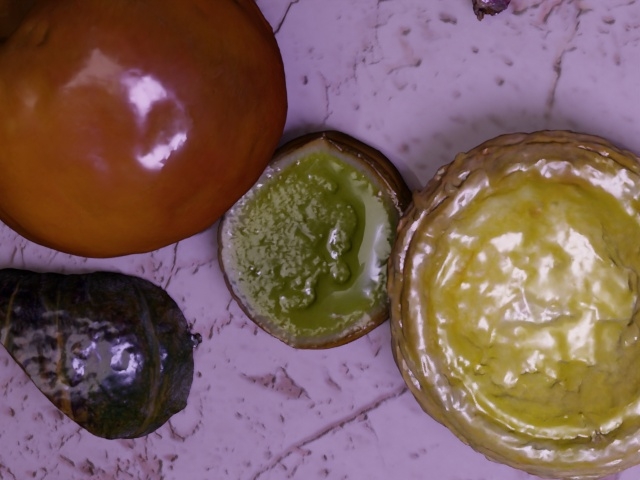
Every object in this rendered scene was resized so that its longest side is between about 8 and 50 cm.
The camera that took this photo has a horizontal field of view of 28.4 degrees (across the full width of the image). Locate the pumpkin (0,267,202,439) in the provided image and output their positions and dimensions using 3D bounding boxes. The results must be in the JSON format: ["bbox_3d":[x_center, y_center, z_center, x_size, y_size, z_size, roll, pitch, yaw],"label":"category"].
[{"bbox_3d":[-0.260,0.091,1.416,0.163,0.111,0.278,-42,81,10],"label":"pumpkin"}]

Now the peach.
[{"bbox_3d":[-0.204,-0.142,1.281,0.343,0.301,0.343,-26,42,26],"label":"peach"}]

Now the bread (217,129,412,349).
[{"bbox_3d":[0.000,0.000,1.352,0.236,0.070,0.236,1,95,17],"label":"bread"}]

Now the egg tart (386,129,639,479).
[{"bbox_3d":[0.232,0.058,1.257,0.345,0.132,0.345,1,95,16],"label":"egg tart"}]

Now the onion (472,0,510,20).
[{"bbox_3d":[0.188,-0.323,1.248,0.195,0.140,0.218,21,103,7],"label":"onion"}]
